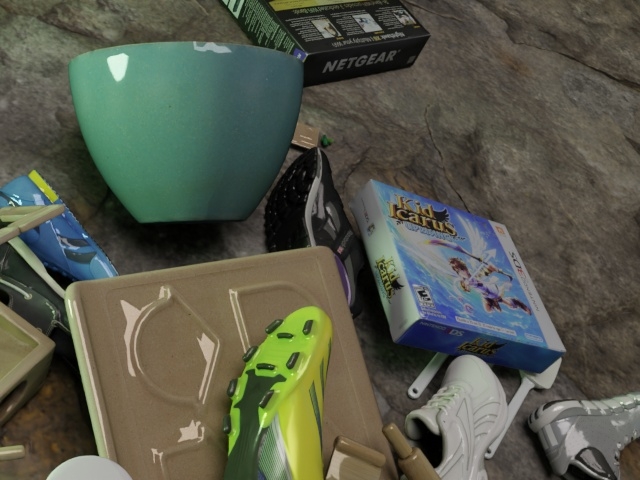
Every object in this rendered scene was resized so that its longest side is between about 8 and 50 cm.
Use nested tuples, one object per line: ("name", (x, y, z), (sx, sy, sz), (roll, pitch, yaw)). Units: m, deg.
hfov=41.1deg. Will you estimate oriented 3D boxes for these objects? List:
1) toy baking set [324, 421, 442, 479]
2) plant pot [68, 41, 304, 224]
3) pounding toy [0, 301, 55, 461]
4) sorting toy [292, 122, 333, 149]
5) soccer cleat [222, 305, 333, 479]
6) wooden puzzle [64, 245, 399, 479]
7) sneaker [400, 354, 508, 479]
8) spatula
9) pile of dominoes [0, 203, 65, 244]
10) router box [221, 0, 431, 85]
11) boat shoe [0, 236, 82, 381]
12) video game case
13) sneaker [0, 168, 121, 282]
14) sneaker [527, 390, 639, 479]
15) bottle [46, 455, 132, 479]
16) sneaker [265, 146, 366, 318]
("toy baking set", (0.071, 0.324, 0.892), (0.197, 0.030, 0.256), (-42, 99, -24))
("plant pot", (-0.163, -0.119, 1.070), (0.290, 0.290, 0.196), (-1, 90, -30))
("pounding toy", (-0.353, 0.164, 0.810), (0.181, 0.094, 0.206), (35, 44, 4))
("sorting toy", (-0.019, -0.159, 1.338), (0.083, 0.012, 0.062), (18, 41, -10))
("soccer cleat", (-0.034, 0.204, 0.834), (0.121, 0.093, 0.289), (38, 53, -33))
("wooden puzzle", (-0.086, 0.182, 0.910), (0.347, 0.080, 0.322), (-7, 76, -39))
("sneaker", (0.153, 0.217, 1.015), (0.115, 0.090, 0.232), (46, 41, -26))
("spatula", (0.229, 0.180, 1.174), (0.168, 0.019, 0.242), (40, 44, 7))
("pile of dominoes", (-0.408, 0.031, 0.874), (0.251, 0.196, 0.040), (-36, 117, -44))
("router box", (0.009, -0.399, 1.515), (0.308, 0.081, 0.243), (-18, 63, -39))
("boat shoe", (-0.303, 0.089, 0.918), (0.233, 0.084, 0.079), (41, 49, 17))
("video game case", (0.187, 0.050, 1.183), (0.269, 0.061, 0.244), (16, 40, -32))
("sneaker", (-0.303, 0.015, 1.001), (0.082, 0.069, 0.209), (-40, 83, -16))
("sneaker", (0.394, 0.279, 1.143), (0.228, 0.086, 0.132), (-2, 58, -18))
("bottle", (-0.207, 0.261, 0.671), (0.092, 0.283, 0.118), (-10, 56, -35))
("sneaker", (0.000, 0.000, 1.169), (0.124, 0.107, 0.283), (32, 41, -29))
